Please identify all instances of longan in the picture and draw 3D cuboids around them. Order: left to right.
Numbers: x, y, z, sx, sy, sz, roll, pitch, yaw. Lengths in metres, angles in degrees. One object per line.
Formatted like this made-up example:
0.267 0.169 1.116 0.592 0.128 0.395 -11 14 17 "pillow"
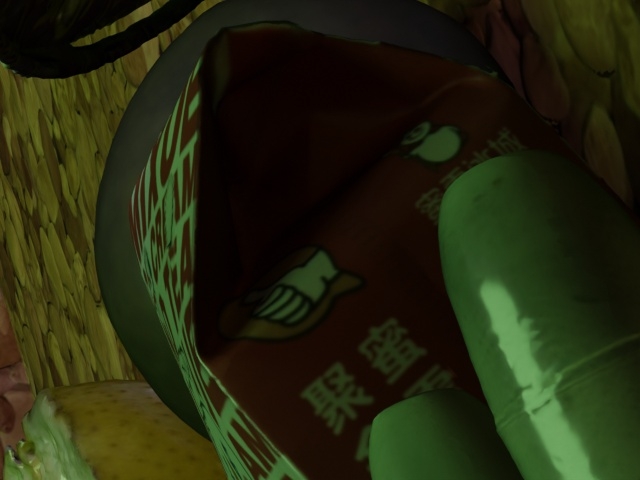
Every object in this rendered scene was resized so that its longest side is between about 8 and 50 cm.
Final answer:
0.000 0.000 0.821 0.198 0.198 0.212 -127 28 -53 "longan"

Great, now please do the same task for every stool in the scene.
0.125 0.083 0.454 0.195 0.195 0.199 99 153 -63 "stool"

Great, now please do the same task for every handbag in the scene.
0.040 0.072 0.639 0.298 0.151 0.171 45 157 8 "handbag"

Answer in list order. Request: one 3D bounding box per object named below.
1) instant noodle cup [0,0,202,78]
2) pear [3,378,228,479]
-0.063 -0.241 0.391 0.266 0.340 0.340 37 157 4 "instant noodle cup"
-0.047 0.259 1.186 0.340 0.191 0.386 120 134 -62 "pear"
